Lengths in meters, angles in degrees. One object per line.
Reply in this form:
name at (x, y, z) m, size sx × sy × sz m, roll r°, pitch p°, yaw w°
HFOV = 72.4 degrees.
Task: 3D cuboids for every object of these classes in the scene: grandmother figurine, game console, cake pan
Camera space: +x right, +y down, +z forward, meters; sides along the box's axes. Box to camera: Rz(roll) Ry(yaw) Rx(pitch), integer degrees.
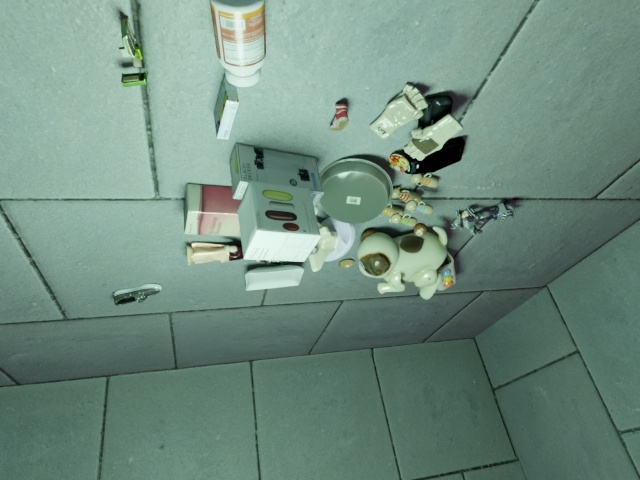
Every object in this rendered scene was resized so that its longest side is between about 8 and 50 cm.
grandmother figurine at (-0.394, 0.050, 1.875) m, size 0.342 × 0.104 × 0.208 m, roll -4°, pitch 176°, yaw -18°
game console at (0.401, -0.359, 1.514) m, size 0.213 × 0.044 × 0.361 m, roll -14°, pitch 150°, yaw 1°
cake pan at (0.123, -0.170, 1.626) m, size 0.292 × 0.054 × 0.293 m, roll 4°, pitch 136°, yaw 4°

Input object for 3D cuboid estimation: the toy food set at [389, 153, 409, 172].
toy food set at (0.284, -0.280, 1.581) m, size 0.083 × 0.020 × 0.083 m, roll 25°, pitch 157°, yaw 22°

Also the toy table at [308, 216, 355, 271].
toy table at (0.000, 0.000, 1.797) m, size 0.160 × 0.252 × 0.274 m, roll -5°, pitch 151°, yaw -39°

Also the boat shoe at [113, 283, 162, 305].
boat shoe at (-0.869, 0.264, 2.076) m, size 0.228 × 0.076 × 0.080 m, roll -8°, pitch 149°, yaw -6°

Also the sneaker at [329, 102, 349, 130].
sneaker at (0.057, -0.386, 1.362) m, size 0.042 × 0.067 × 0.118 m, roll -2°, pitch 178°, yaw -19°

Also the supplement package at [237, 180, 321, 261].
supplement package at (-0.133, -0.056, 1.356) m, size 0.203 × 0.194 × 0.149 m, roll 4°, pitch 143°, yaw -26°

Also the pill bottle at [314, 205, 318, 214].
pill bottle at (-0.099, -0.142, 1.636) m, size 0.108 × 0.108 × 0.193 m, roll -30°, pitch 145°, yaw 28°

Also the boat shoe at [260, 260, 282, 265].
boat shoe at (-0.239, 0.090, 2.038) m, size 0.132 × 0.042 × 0.049 m, roll 9°, pitch 146°, yaw -28°

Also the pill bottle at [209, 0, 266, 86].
pill bottle at (-0.190, -0.481, 1.035) m, size 0.121 × 0.121 × 0.216 m, roll -6°, pitch 149°, yaw -9°

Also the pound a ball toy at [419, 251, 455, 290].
pound a ball toy at (0.633, 0.200, 2.378) m, size 0.208 × 0.136 × 0.319 m, roll -30°, pitch 147°, yaw 3°

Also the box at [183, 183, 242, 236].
box at (-0.371, -0.106, 1.585) m, size 0.232 × 0.127 × 0.149 m, roll 2°, pitch 147°, yaw -21°

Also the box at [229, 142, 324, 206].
box at (-0.147, -0.211, 1.449) m, size 0.289 × 0.169 × 0.087 m, roll 6°, pitch 145°, yaw -25°

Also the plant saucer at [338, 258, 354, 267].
plant saucer at (0.130, 0.114, 2.226) m, size 0.083 × 0.015 × 0.083 m, roll -9°, pitch 150°, yaw -5°

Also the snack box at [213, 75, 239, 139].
snack box at (-0.264, -0.367, 1.216) m, size 0.037 × 0.100 × 0.141 m, roll 3°, pitch 146°, yaw -25°

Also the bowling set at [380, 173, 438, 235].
bowling set at (0.355, -0.125, 1.742) m, size 0.154 × 0.200 × 0.287 m, roll 11°, pitch 139°, yaw -31°

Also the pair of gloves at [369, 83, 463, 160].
pair of gloves at (0.307, -0.370, 1.404) m, size 0.240 × 0.042 × 0.204 m, roll 29°, pitch 141°, yaw -16°

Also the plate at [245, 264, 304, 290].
plate at (-0.231, 0.178, 2.148) m, size 0.277 × 0.045 × 0.278 m, roll -4°, pitch 159°, yaw -10°

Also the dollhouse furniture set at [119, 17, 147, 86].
dollhouse furniture set at (-0.466, -0.445, 1.044) m, size 0.058 × 0.076 × 0.152 m, roll -8°, pitch 150°, yaw -7°

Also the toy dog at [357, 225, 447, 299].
toy dog at (0.360, 0.088, 2.010) m, size 0.407 × 0.285 × 0.395 m, roll 6°, pitch 145°, yaw -23°

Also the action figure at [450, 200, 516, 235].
action figure at (0.733, -0.102, 1.999) m, size 0.284 × 0.099 × 0.185 m, roll -17°, pitch 154°, yaw 15°
